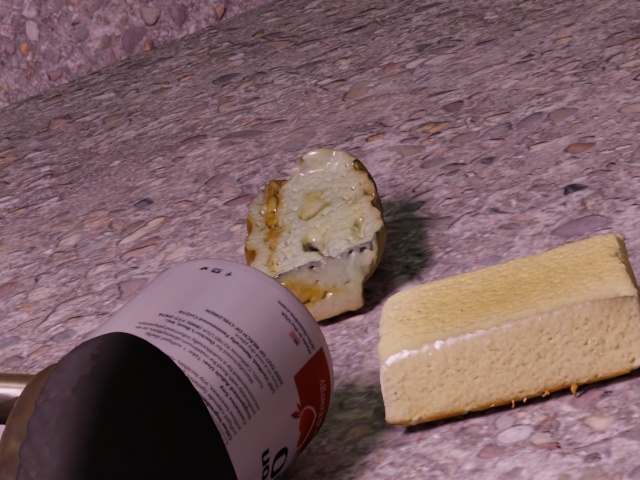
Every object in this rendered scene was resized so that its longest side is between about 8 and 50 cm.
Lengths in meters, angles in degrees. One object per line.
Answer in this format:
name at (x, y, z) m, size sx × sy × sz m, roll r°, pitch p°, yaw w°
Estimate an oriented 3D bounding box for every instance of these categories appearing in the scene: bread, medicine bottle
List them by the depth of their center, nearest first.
medicine bottle at (-0.116, 0.136, 1.121) m, size 0.157 × 0.157 × 0.289 m, roll -8°, pitch 21°, yaw 30°
bread at (0.133, 0.062, 1.235) m, size 0.188 × 0.068 × 0.125 m, roll -16°, pitch 18°, yaw 11°
bread at (0.000, 0.000, 1.546) m, size 0.128 × 0.088 × 0.232 m, roll -26°, pitch 23°, yaw 8°

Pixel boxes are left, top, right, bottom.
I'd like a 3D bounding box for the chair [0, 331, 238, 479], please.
chair at (-0.231, 0.223, 0.690) m, size 0.410 × 0.364 × 0.362 m, roll -11°, pitch 18°, yaw 9°
